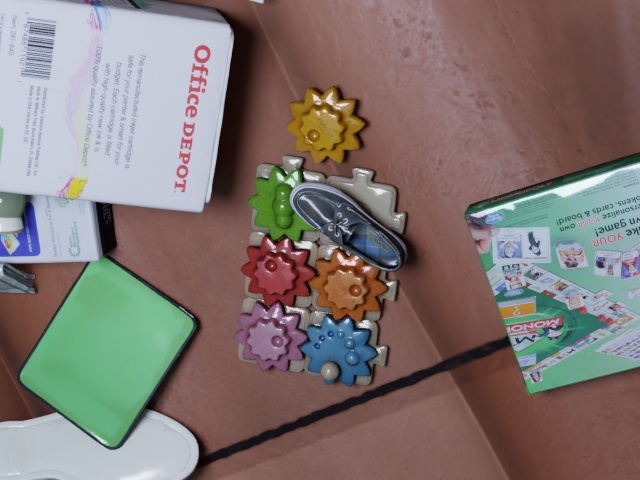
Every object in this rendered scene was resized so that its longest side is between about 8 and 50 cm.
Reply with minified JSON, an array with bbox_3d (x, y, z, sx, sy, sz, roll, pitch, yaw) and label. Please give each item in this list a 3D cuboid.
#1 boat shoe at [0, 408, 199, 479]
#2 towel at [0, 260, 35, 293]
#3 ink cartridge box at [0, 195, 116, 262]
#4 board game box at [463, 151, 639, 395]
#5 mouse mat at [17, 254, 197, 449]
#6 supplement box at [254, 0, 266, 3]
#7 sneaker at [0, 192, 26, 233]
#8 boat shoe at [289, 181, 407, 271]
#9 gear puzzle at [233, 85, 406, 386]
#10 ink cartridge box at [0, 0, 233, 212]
[{"bbox_3d":[-0.292,0.268,1.725,0.320,0.116,0.099,-5,149,9],"label":"boat shoe"},{"bbox_3d":[-0.415,0.038,1.660,0.152,0.113,0.023,2,77,11],"label":"towel"},{"bbox_3d":[-0.405,-0.057,1.652,0.333,0.065,0.165,-1,107,14],"label":"ink cartridge box"},{"bbox_3d":[0.332,0.020,1.488,0.317,0.046,0.213,-17,103,19],"label":"board game box"},{"bbox_3d":[-0.247,0.127,1.669,0.153,0.007,0.189,35,97,9],"label":"mouse mat"},{"bbox_3d":[-0.094,-0.291,1.508,0.098,0.036,0.062,17,111,10],"label":"supplement box"},{"bbox_3d":[-0.409,-0.068,1.587,0.192,0.064,0.086,13,102,10],"label":"sneaker"},{"bbox_3d":[0.031,-0.014,1.522,0.142,0.040,0.049,32,105,-5],"label":"boat shoe"},{"bbox_3d":[0.000,0.000,1.571,0.176,0.044,0.338,11,109,12],"label":"gear puzzle"},{"bbox_3d":[-0.245,-0.152,1.491,0.278,0.117,0.201,6,108,-14],"label":"ink cartridge box"}]
